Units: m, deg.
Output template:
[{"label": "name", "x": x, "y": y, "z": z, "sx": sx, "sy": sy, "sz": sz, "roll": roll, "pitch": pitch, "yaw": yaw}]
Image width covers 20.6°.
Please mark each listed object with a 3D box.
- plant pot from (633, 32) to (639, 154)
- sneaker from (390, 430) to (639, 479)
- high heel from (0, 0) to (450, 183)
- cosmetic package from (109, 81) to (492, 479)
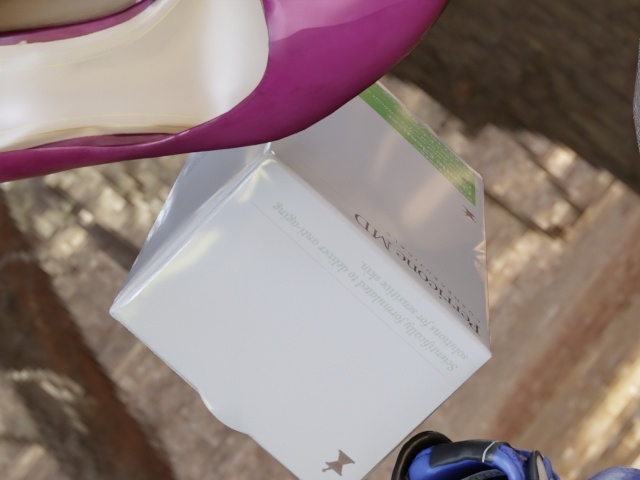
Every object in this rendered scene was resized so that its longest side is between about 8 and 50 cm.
[{"label": "plant pot", "x": 0.363, "y": -0.096, "z": 1.506, "sx": 0.187, "sy": 0.188, "sz": 0.167, "roll": 80, "pitch": -164, "yaw": -56}, {"label": "sneaker", "x": 0.140, "y": 0.194, "z": 1.138, "sx": 0.315, "sy": 0.127, "sz": 0.182, "roll": -27, "pitch": -64, "yaw": -47}, {"label": "high heel", "x": -0.117, "y": -0.092, "z": 0.909, "sx": 0.377, "sy": 0.127, "sz": 0.181, "roll": -20, "pitch": -3, "yaw": 30}, {"label": "cosmetic package", "x": 0.000, "y": 0.000, "z": 1.226, "sx": 0.155, "sy": 0.197, "sz": 0.365, "roll": -45, "pitch": 12, "yaw": 16}]
